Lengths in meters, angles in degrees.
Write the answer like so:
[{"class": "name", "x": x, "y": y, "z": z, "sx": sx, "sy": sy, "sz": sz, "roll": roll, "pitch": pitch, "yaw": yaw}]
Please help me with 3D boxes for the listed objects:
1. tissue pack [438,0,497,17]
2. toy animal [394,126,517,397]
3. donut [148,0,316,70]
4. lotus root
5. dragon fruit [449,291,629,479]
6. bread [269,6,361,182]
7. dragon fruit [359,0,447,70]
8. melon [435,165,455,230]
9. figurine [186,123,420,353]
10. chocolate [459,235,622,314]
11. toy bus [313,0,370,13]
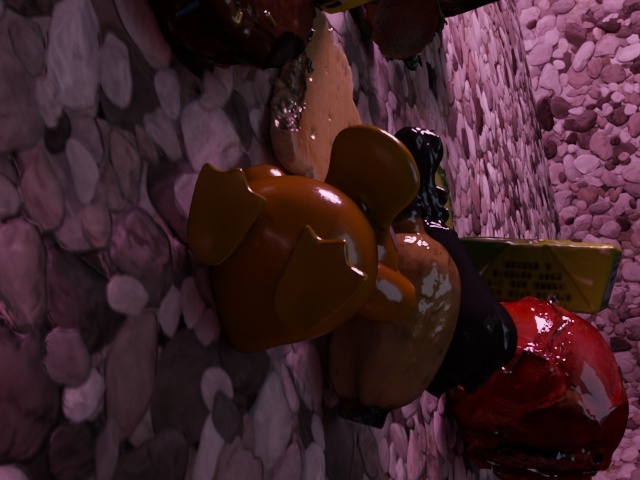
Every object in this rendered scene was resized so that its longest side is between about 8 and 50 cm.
[{"class": "tissue pack", "x": 0.267, "y": -0.573, "z": 1.446, "sx": 0.370, "sy": 0.210, "sz": 0.198, "roll": -10, "pitch": 85, "yaw": -65}, {"class": "toy animal", "x": 0.137, "y": 0.029, "z": 0.988, "sx": 0.106, "sy": 0.168, "sz": 0.343, "roll": -4, "pitch": 66, "yaw": -34}, {"class": "donut", "x": -0.084, "y": -0.256, "z": 0.675, "sx": 0.230, "sy": 0.096, "sz": 0.216, "roll": -66, "pitch": 143, "yaw": -51}, {"class": "lotus root", "x": 0.076, "y": 0.080, "z": 0.858, "sx": 0.140, "sy": 0.154, "sz": 0.257, "roll": 22, "pitch": 78, "yaw": -37}, {"class": "dragon fruit", "x": 0.348, "y": 0.249, "z": 1.248, "sx": 0.295, "sy": 0.295, "sz": 0.302, "roll": 46, "pitch": 27, "yaw": -53}, {"class": "bread", "x": 0.000, "y": -0.143, "z": 0.891, "sx": 0.182, "sy": 0.039, "sz": 0.251, "roll": 55, "pitch": 33, "yaw": -47}, {"class": "dragon fruit", "x": 0.118, "y": -0.359, "z": 1.136, "sx": 0.138, "sy": 0.142, "sz": 0.175, "roll": -6, "pitch": 62, "yaw": -33}, {"class": "melon", "x": 0.171, "y": -0.024, "z": 1.209, "sx": 0.118, "sy": 0.064, "sz": 0.209, "roll": 18, "pitch": 68, "yaw": -65}, {"class": "figurine", "x": -0.006, "y": 0.006, "z": 0.690, "sx": 0.228, "sy": 0.215, "sz": 0.215, "roll": -37, "pitch": 116, "yaw": -45}, {"class": "chocolate", "x": 0.436, "y": 0.065, "z": 1.503, "sx": 0.301, "sy": 0.289, "sz": 0.137, "roll": 3, "pitch": 90, "yaw": -65}, {"class": "toy bus", "x": 0.028, "y": -0.409, "z": 0.912, "sx": 0.150, "sy": 0.128, "sz": 0.262, "roll": 37, "pitch": 46, "yaw": -48}]
